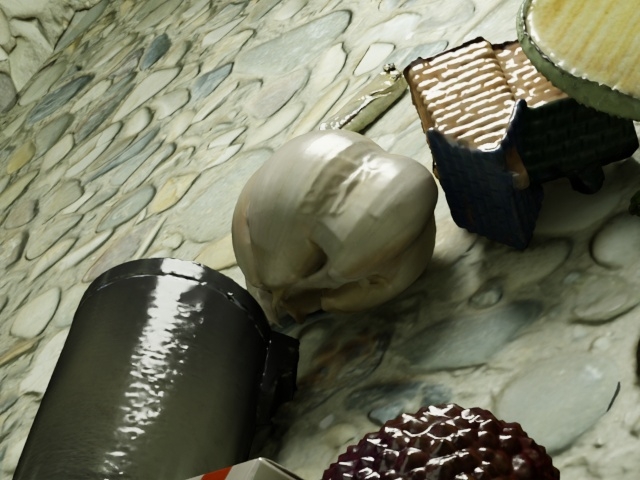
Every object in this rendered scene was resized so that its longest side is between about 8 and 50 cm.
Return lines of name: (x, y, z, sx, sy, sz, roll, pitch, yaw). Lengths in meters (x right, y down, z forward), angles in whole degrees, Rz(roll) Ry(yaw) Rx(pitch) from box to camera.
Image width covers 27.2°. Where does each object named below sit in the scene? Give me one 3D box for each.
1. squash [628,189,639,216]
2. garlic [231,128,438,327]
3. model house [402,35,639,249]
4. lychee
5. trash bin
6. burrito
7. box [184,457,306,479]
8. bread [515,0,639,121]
squash: (0.377, -0.072, 1.046, 0.318, 0.071, 0.080, -20, 30, 34)
garlic: (-0.006, -0.012, 1.331, 0.281, 0.185, 0.203, -2, 43, 53)
model house: (0.197, -0.090, 1.250, 0.183, 0.166, 0.172, -21, 42, 3)
lychee: (0.075, 0.194, 0.875, 0.188, 0.188, 0.188, -31, 26, 17)
trash bin: (-0.160, 0.184, 1.201, 0.252, 0.203, 0.301, 9, 37, 3)
burrito: (0.046, -0.161, 1.685, 0.171, 0.042, 0.051, -41, 24, -11)
box: (-0.128, 0.310, 0.817, 0.214, 0.069, 0.353, -31, 30, 61)
bread: (0.307, -0.176, 1.199, 0.267, 0.040, 0.267, 3, 38, -2)
